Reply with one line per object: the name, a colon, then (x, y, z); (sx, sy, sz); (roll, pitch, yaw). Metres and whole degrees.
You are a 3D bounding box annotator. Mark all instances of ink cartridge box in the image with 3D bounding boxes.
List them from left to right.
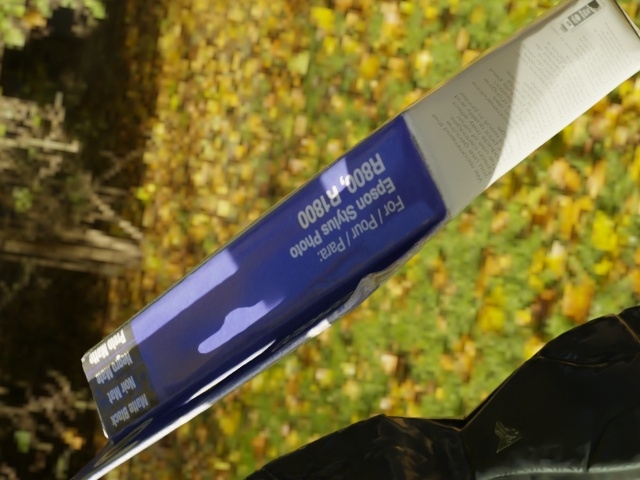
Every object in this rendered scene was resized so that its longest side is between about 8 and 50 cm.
ink cartridge box: (0.000, 0.000, 0.578); (0.223, 0.045, 0.224); (-36, 1, 42)

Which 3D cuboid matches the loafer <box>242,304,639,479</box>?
loafer: (0.061, 0.063, 0.347); (0.062, 0.170, 0.061); (-89, -24, -58)
